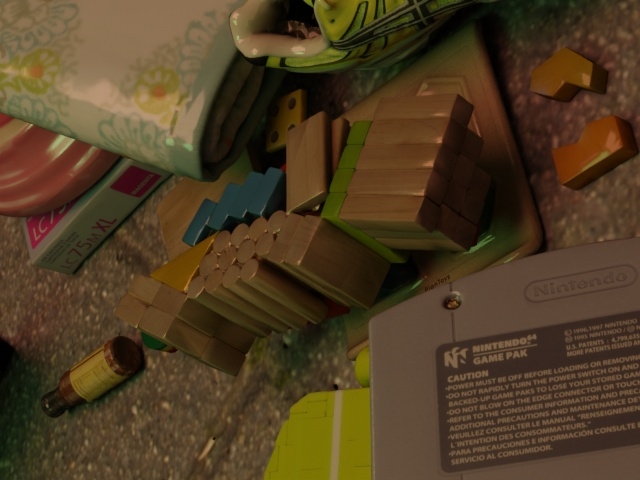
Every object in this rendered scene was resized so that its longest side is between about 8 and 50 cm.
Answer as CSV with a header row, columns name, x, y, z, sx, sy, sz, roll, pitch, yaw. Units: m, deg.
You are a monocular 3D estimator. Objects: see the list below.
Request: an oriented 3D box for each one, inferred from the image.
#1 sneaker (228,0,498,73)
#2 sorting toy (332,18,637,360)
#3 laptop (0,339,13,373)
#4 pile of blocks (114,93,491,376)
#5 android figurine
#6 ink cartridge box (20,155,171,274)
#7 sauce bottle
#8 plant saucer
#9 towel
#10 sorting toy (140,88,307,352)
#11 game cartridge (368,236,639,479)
name,x,y,z,sx,sy,sz,roll,pitch,yaw
sneaker,0.063,-0.218,1.269,0.145,0.147,0.385,63,146,10
sorting toy,0.103,-0.064,1.334,0.307,0.041,0.229,-34,53,36
laptop,-0.526,0.220,1.757,0.236,0.408,0.382,28,89,16
pile of blocks,0.000,0.000,1.335,0.362,0.113,0.149,-26,47,34
android figurine,0.053,0.197,1.286,0.273,0.056,0.248,-13,68,43
ink cartridge box,-0.260,-0.141,1.755,0.186,0.065,0.311,-42,47,29
sauce bottle,-0.226,0.136,1.632,0.128,0.042,0.042,-33,54,38
plant saucer,-0.291,-0.190,1.693,0.332,0.084,0.332,-17,63,37
towel,-0.146,-0.255,1.528,0.321,0.090,0.374,19,73,30
sorting toy,-0.076,-0.019,1.512,0.274,0.046,0.132,-44,48,32
game cartridge,0.178,0.093,1.072,0.297,0.062,0.198,-11,47,14
